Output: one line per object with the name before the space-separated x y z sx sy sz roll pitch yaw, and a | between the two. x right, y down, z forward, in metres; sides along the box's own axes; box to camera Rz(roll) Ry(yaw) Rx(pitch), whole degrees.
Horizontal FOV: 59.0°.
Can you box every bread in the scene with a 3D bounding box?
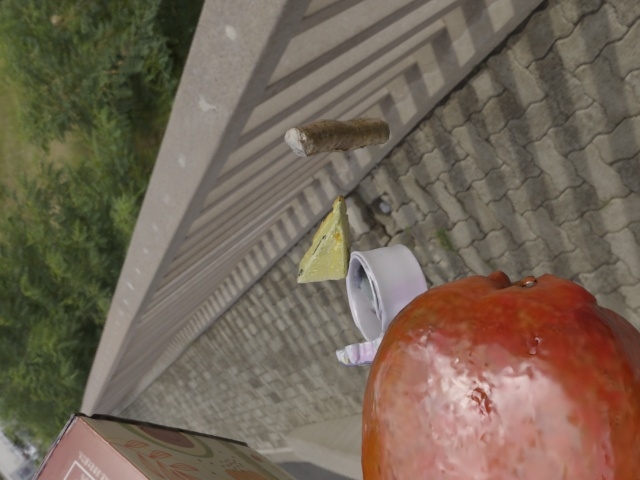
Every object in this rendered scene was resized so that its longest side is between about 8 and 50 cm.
bread | 0.000 0.000 0.794 0.080 0.084 0.109 -3 116 7

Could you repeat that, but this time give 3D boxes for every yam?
yam | 0.032 -0.159 0.863 0.056 0.241 0.057 10 108 33

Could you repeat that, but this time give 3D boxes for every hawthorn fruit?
hawthorn fruit | 0.124 0.160 0.390 0.211 0.299 0.211 11 157 4

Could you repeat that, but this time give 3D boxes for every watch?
watch | 0.111 0.136 1.155 0.244 0.196 0.231 126 131 -69

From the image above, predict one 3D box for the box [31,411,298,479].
box | -0.050 0.341 0.574 0.385 0.122 0.344 23 168 32
